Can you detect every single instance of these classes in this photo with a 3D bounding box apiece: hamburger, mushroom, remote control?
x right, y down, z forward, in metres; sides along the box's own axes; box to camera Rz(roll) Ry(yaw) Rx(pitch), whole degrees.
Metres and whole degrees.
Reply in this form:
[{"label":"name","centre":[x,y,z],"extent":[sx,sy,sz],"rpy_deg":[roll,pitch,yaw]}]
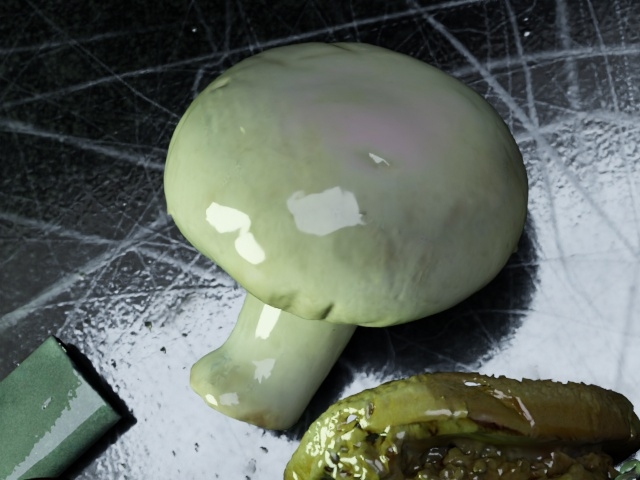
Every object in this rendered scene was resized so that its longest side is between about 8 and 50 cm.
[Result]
[{"label":"hamburger","centre":[0.123,0.224,1.305],"extent":[0.318,0.277,0.195],"rpy_deg":[-13,70,10]},{"label":"mushroom","centre":[-0.006,-0.032,1.365],"extent":[0.356,0.315,0.315],"rpy_deg":[-32,75,-1]},{"label":"remote control","centre":[-0.354,0.253,1.493],"extent":[0.377,0.044,0.107],"rpy_deg":[-43,79,0]}]

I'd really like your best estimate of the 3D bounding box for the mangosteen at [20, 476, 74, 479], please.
[{"label":"mangosteen","centre":[-0.205,0.320,1.341],"extent":[0.289,0.231,0.231],"rpy_deg":[0,76,42]}]
